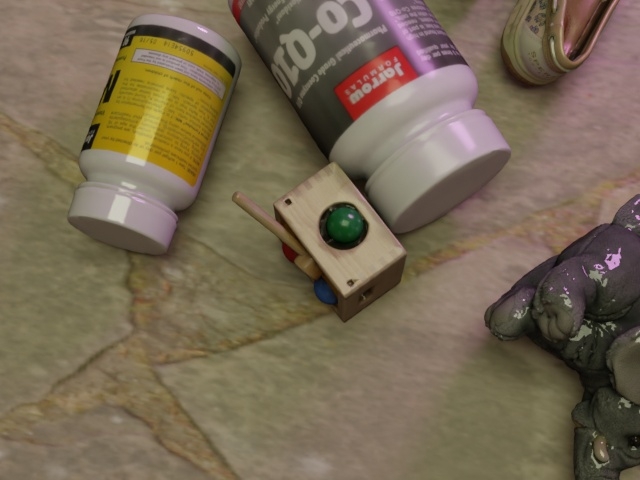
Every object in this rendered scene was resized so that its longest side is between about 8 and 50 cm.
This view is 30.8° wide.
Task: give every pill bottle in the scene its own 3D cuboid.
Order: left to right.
[{"bbox_3d":[-0.161,-0.100,1.115,0.119,0.119,0.208,16,74,5],"label":"pill bottle"},{"bbox_3d":[0.047,-0.160,1.108,0.161,0.161,0.283,-31,76,-8],"label":"pill bottle"}]

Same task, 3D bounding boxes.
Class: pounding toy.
[{"bbox_3d":[0.000,0.000,1.074,0.100,0.141,0.130,-36,77,-9],"label":"pounding toy"}]

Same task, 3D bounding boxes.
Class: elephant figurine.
[{"bbox_3d":[0.274,0.120,1.050,0.239,0.186,0.169,52,37,2],"label":"elephant figurine"}]

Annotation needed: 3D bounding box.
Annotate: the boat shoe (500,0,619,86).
[{"bbox_3d":[0.278,-0.284,1.163,0.105,0.089,0.285,26,80,-23],"label":"boat shoe"}]
